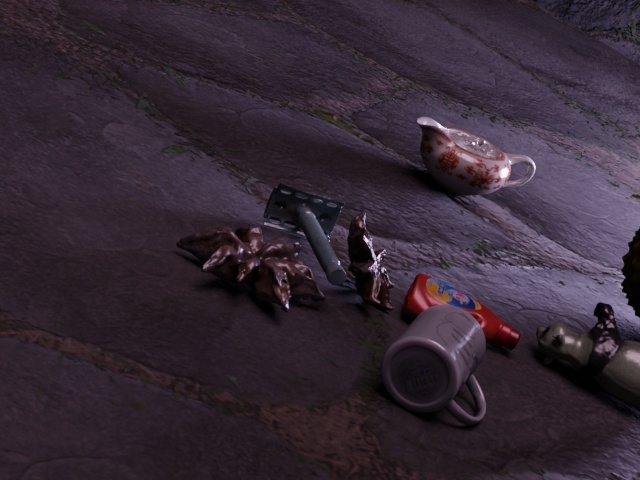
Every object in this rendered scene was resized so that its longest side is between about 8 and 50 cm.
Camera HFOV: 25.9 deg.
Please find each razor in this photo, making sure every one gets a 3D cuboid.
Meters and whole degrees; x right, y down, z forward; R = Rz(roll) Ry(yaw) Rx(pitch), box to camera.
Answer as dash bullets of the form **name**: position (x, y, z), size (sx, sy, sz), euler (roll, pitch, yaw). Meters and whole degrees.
- **razor**: position (0.000, 0.000, 1.890), size (0.106, 0.068, 0.232), euler (15, 19, -20)

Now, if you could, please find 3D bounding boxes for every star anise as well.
- **star anise**: position (-0.084, 0.027, 1.782), size (0.182, 0.065, 0.195), euler (5, 32, -37)
- **star anise**: position (0.064, 0.035, 1.881), size (0.042, 0.141, 0.141), euler (-18, 21, 12)

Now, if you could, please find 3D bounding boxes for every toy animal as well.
- **toy animal**: position (0.408, 0.167, 1.938), size (0.225, 0.093, 0.121), euler (29, 32, 7)

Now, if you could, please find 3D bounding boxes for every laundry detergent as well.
- **laundry detergent**: position (0.195, 0.106, 1.904), size (0.165, 0.049, 0.097), euler (25, 30, -1)

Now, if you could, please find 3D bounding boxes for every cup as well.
- **cup**: position (0.155, 0.152, 1.702), size (0.136, 0.099, 0.133), euler (29, 23, 12)

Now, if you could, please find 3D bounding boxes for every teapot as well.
- **teapot**: position (0.261, -0.137, 2.413), size (0.246, 0.116, 0.159), euler (8, 15, -28)

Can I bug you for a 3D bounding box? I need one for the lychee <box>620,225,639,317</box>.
- **lychee**: position (0.604, 0.056, 2.143), size (0.270, 0.270, 0.320), euler (11, 38, -28)
